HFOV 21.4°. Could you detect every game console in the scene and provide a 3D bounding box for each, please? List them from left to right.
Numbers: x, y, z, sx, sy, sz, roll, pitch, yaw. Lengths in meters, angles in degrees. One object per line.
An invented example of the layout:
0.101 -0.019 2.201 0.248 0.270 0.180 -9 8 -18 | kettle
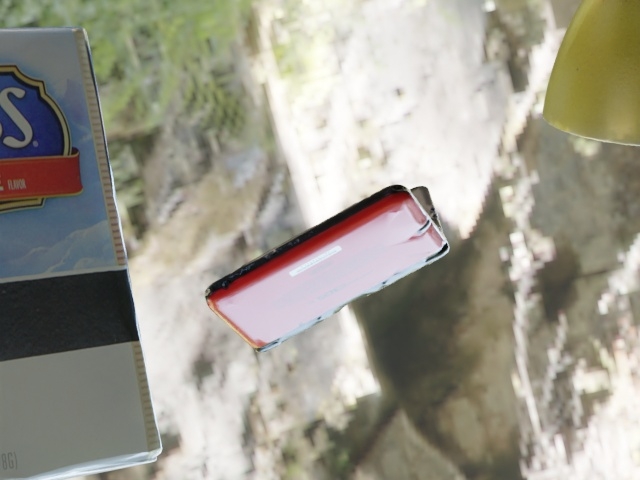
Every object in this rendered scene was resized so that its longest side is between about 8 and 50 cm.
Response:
0.000 0.000 1.085 0.144 0.124 0.085 -29 -125 9 | game console

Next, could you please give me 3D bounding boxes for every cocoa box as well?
-0.292 0.032 0.820 0.347 0.228 0.231 -7 174 -39 | cocoa box

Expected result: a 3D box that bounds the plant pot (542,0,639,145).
0.206 -0.120 1.043 0.134 0.095 0.134 0 -161 0 | plant pot
